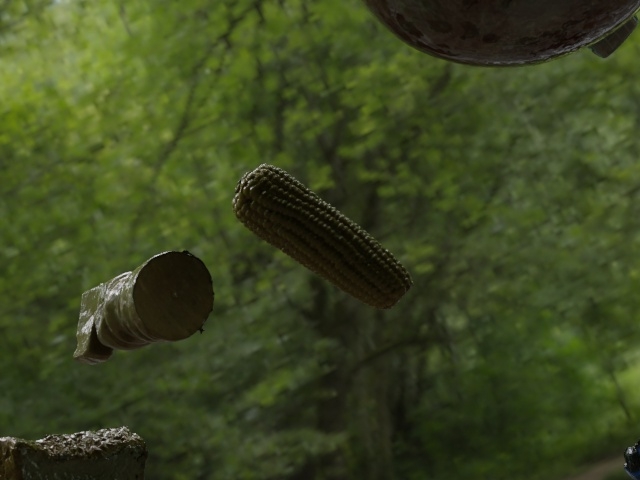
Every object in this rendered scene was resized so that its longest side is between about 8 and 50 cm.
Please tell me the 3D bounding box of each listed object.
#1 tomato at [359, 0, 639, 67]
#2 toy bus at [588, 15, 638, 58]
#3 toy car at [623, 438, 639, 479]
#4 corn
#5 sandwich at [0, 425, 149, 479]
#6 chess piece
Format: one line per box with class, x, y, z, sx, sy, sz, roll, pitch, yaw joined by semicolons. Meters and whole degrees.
tomato;0.155;-0.300;1.076;0.316;0.317;0.282;-26;3;-5
toy bus;0.313;-0.345;1.737;0.091;0.262;0.109;-46;-44;8
toy car;0.488;0.254;1.741;0.103;0.063;0.216;-12;-41;-29
corn;0.000;0.000;1.468;0.080;0.231;0.080;-53;-2;-3
sandwich;-0.369;0.383;1.839;0.087;0.226;0.251;21;9;39
chess piece;-0.285;0.104;1.913;0.137;0.137;0.301;-21;2;-37
